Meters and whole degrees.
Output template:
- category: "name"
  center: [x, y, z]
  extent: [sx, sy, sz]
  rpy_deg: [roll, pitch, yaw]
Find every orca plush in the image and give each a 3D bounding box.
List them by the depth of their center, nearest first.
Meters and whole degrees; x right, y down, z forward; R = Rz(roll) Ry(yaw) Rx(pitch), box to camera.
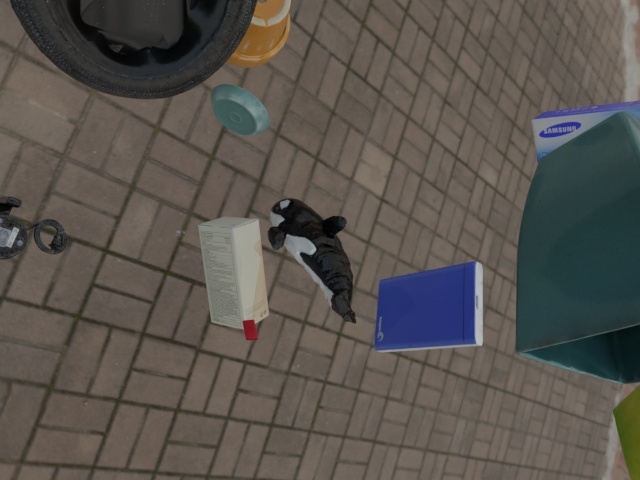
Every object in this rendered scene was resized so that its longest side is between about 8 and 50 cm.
- category: "orca plush"
  center: [0.000, 0.000, 0.871]
  extent: [0.151, 0.287, 0.102]
  rpy_deg: [26, 112, -29]

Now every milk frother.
- category: "milk frother"
  center: [-0.600, -0.006, 1.020]
  extent: [0.143, 0.135, 0.129]
  rpy_deg: [47, 62, -33]

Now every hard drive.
- category: "hard drive"
  center: [0.281, 0.184, 1.378]
  extent: [0.040, 0.319, 0.210]
  rpy_deg: [24, 62, -37]

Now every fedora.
- category: "fedora"
  center: [-0.237, -0.362, 0.662]
  extent: [0.334, 0.152, 0.334]
  rpy_deg: [-15, 131, -18]

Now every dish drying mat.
- category: "dish drying mat"
  center: [-0.181, 0.230, 1.325]
  extent: [0.032, 0.083, 0.008]
  rpy_deg: [-5, 116, -13]

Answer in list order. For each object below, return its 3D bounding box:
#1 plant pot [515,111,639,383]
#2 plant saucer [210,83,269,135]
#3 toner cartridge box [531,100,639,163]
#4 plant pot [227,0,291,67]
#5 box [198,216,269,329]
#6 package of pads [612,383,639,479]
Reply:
- category: "plant pot"
  center: [0.309, 0.003, 0.525]
  extent: [0.166, 0.165, 0.234]
  rpy_deg: [18, 60, -23]
- category: "plant saucer"
  center: [-0.151, -0.230, 0.938]
  extent: [0.119, 0.119, 0.021]
  rpy_deg: [45, 57, -33]
- category: "toner cartridge box"
  center: [0.691, -0.235, 1.218]
  extent: [0.075, 0.348, 0.165]
  rpy_deg: [-31, 113, -35]
- category: "plant pot"
  center: [-0.152, -0.510, 1.143]
  extent: [0.205, 0.188, 0.205]
  rpy_deg: [-1, 95, -19]
- category: "box"
  center: [-0.257, 0.093, 1.543]
  extent: [0.121, 0.148, 0.311]
  rpy_deg: [-26, 117, -53]
- category: "package of pads"
  center: [0.595, 0.363, 0.832]
  extent: [0.229, 0.101, 0.296]
  rpy_deg: [95, 5, -46]
